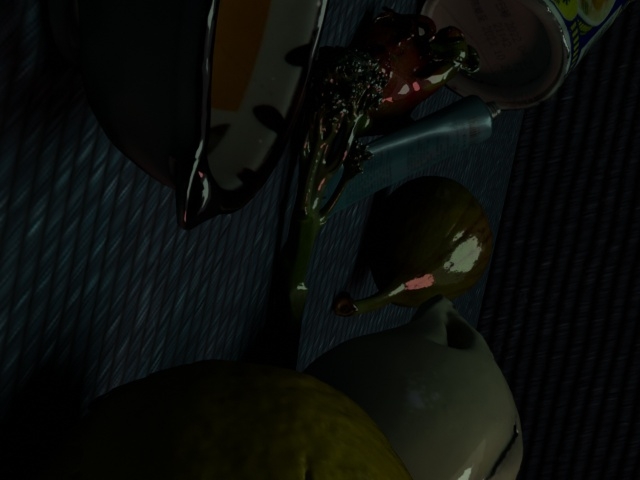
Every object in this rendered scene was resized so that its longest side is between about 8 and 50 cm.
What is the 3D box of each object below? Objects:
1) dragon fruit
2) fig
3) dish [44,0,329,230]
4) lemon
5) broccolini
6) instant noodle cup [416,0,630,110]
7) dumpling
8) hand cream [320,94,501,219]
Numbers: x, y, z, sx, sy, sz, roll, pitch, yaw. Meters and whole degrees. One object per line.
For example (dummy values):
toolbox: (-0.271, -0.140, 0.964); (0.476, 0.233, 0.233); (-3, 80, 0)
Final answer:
dragon fruit: (0.083, -0.179, 1.833); (0.138, 0.175, 0.142); (113, -37, -81)
fig: (0.111, 0.035, 2.106); (0.259, 0.151, 0.151); (-57, 157, -50)
dish: (-0.075, -0.157, 1.008); (0.303, 0.120, 0.303); (13, 90, -79)
lemon: (-0.065, 0.221, 1.102); (0.297, 0.297, 0.297); (13, 90, -79)
broccolini: (0.001, 0.003, 1.687); (0.079, 0.074, 0.392); (-61, 162, -62)
instant noodle cup: (0.262, -0.322, 2.199); (0.284, 0.284, 0.312); (92, 23, -43)
dumpling: (0.059, 0.249, 1.680); (0.395, 0.233, 0.315); (-67, 168, -53)
hand cream: (0.087, -0.089, 1.808); (0.224, 0.048, 0.083); (-26, 146, -19)
